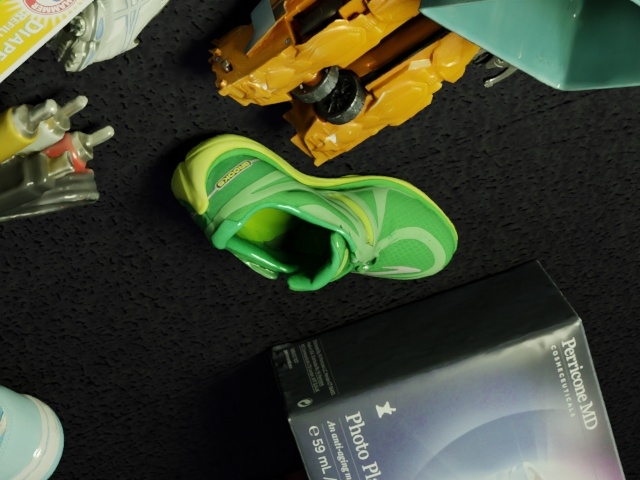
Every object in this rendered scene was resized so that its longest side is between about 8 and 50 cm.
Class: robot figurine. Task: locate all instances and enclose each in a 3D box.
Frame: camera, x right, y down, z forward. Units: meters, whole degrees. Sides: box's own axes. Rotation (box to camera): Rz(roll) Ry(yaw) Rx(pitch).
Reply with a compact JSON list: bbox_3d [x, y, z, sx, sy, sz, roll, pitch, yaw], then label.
[{"bbox_3d":[0.066,-0.182,1.346,0.291,0.085,0.211,-33,141,19],"label":"robot figurine"}]

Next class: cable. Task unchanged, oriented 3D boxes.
[{"bbox_3d":[-0.300,-0.041,1.410,0.287,0.072,0.139,-18,162,18],"label":"cable"}]

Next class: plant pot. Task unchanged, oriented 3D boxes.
[{"bbox_3d":[0.200,-0.245,1.196,0.166,0.234,0.165,-1,163,46],"label":"plant pot"}]

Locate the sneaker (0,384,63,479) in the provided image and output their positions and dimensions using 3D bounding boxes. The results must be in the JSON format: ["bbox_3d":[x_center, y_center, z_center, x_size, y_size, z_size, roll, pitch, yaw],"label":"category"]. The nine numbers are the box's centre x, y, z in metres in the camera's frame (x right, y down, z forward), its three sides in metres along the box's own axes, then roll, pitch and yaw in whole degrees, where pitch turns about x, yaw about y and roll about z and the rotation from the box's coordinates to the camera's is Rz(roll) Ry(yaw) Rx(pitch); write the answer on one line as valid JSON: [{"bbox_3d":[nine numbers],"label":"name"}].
[{"bbox_3d":[-0.419,0.213,1.597,0.319,0.127,0.208,-35,144,4],"label":"sneaker"}]

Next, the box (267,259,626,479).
[{"bbox_3d":[0.136,0.218,1.703,0.294,0.183,0.296,-20,110,-2],"label":"box"}]

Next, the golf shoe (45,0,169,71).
[{"bbox_3d":[-0.140,-0.201,1.265,0.086,0.069,0.176,-13,151,-43],"label":"golf shoe"}]

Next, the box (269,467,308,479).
[{"bbox_3d":[0.049,0.324,1.922,0.232,0.148,0.127,-21,143,1],"label":"box"}]

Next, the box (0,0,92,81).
[{"bbox_3d":[-0.258,-0.176,1.193,0.203,0.103,0.114,-37,139,22],"label":"box"}]

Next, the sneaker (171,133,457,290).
[{"bbox_3d":[0.000,0.000,1.513,0.295,0.123,0.109,13,132,-37],"label":"sneaker"}]
